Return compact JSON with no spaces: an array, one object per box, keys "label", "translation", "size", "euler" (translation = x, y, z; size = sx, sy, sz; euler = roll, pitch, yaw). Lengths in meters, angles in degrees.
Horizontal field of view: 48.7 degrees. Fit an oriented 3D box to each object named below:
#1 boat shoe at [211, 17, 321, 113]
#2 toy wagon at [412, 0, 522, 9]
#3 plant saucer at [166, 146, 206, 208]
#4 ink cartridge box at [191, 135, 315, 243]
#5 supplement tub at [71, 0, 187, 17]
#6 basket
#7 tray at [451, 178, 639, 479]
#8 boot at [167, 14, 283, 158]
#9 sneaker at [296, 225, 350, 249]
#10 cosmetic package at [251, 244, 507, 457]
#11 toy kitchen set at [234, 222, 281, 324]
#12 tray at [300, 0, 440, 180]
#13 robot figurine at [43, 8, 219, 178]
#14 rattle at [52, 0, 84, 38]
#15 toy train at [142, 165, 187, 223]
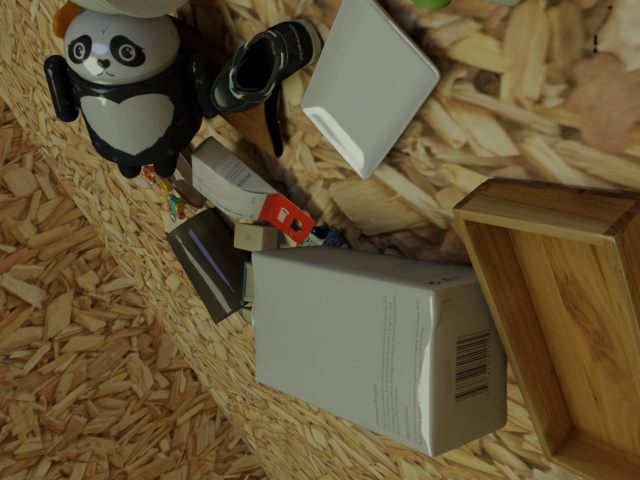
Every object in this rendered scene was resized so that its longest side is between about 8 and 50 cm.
[{"label":"boat shoe","translation":[-0.097,-0.231,0.968],"size":[0.233,0.079,0.084],"euler":[-18,104,53]},{"label":"toy wagon","translation":[0.083,-0.351,0.537],"size":[0.344,0.068,0.267],"euler":[53,156,1]},{"label":"plant saucer","translation":[-0.305,-0.161,1.558],"size":[0.198,0.036,0.199],"euler":[40,154,24]},{"label":"ink cartridge box","translation":[-0.128,-0.068,1.265],"size":[0.232,0.066,0.189],"euler":[44,164,2]},{"label":"supplement tub","translation":[-0.305,-0.433,0.928],"size":[0.316,0.228,0.228],"euler":[35,152,35]},{"label":"basket","translation":[-0.235,0.053,1.600],"size":[0.227,0.154,0.204],"euler":[56,160,-1]},{"label":"tray","translation":[0.306,0.128,0.801],"size":[0.202,0.076,0.411],"euler":[16,137,54]},{"label":"boot","translation":[-0.162,-0.223,1.187],"size":[0.280,0.096,0.264],"euler":[34,144,21]},{"label":"sneaker","translation":[0.000,0.000,1.224],"size":[0.135,0.052,0.058],"euler":[-2,113,53]},{"label":"cosmetic package","translation":[0.066,0.131,1.006],"size":[0.385,0.156,0.217],"euler":[12,105,51]},{"label":"toy kitchen set","translation":[-0.084,0.073,1.457],"size":[0.122,0.166,0.207],"euler":[11,97,56]},{"label":"tray","translation":[0.057,-0.185,0.867],"size":[0.145,0.030,0.270],"euler":[49,156,6]},{"label":"robot figurine","translation":[-0.283,-0.224,1.075],"size":[0.173,0.209,0.278],"euler":[40,149,34]},{"label":"rattle","translation":[-0.497,-0.468,1.356],"size":[0.199,0.143,0.130],"euler":[39,173,14]},{"label":"toy train","translation":[-0.373,-0.126,1.728],"size":[0.166,0.046,0.125],"euler":[60,157,-11]}]
